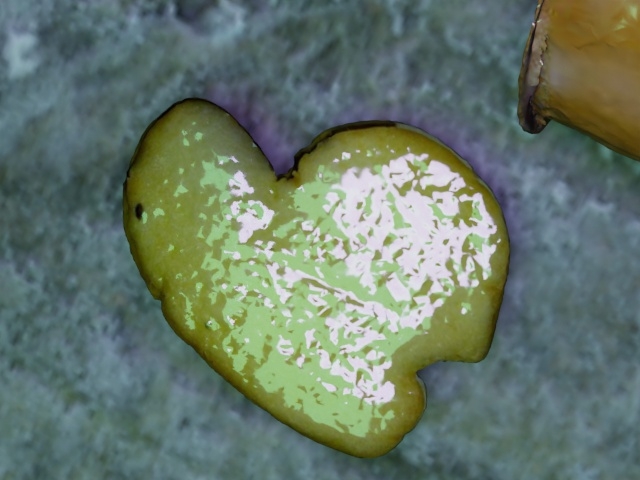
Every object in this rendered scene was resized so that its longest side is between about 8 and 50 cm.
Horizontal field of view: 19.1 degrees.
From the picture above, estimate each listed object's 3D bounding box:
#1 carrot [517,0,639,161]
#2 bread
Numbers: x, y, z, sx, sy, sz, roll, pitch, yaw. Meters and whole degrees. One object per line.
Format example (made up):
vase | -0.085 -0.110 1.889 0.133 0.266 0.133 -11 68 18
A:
carrot | 0.230 -0.072 0.762 0.254 0.196 0.196 22 108 22
bread | 0.000 0.000 0.889 0.188 0.065 0.149 42 99 7
